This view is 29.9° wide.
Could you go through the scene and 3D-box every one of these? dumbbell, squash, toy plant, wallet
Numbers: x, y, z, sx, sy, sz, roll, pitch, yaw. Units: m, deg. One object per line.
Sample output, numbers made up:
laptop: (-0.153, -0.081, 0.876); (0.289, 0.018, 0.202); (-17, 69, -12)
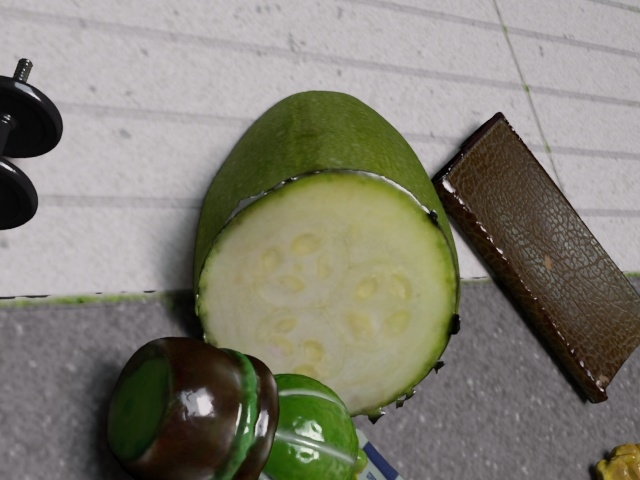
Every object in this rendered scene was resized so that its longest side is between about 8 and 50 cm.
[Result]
dumbbell: (-0.188, -0.050, 0.684); (0.069, 0.069, 0.147); (32, 49, -28)
squash: (0.000, 0.000, 0.878); (0.189, 0.189, 0.260); (44, 8, -17)
toy plant: (-0.043, 0.117, 0.716); (0.162, 0.093, 0.092); (24, 52, -36)
wallet: (0.196, 0.014, 1.053); (0.243, 0.039, 0.133); (52, 48, -9)

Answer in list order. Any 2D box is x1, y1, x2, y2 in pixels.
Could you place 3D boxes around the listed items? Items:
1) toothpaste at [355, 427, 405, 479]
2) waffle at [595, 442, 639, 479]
toothpaste: (-0.005, 0.193, 0.748); (0.062, 0.037, 0.216); (52, 37, -3)
waffle: (0.279, 0.259, 0.988); (0.191, 0.038, 0.191); (23, 54, -35)
